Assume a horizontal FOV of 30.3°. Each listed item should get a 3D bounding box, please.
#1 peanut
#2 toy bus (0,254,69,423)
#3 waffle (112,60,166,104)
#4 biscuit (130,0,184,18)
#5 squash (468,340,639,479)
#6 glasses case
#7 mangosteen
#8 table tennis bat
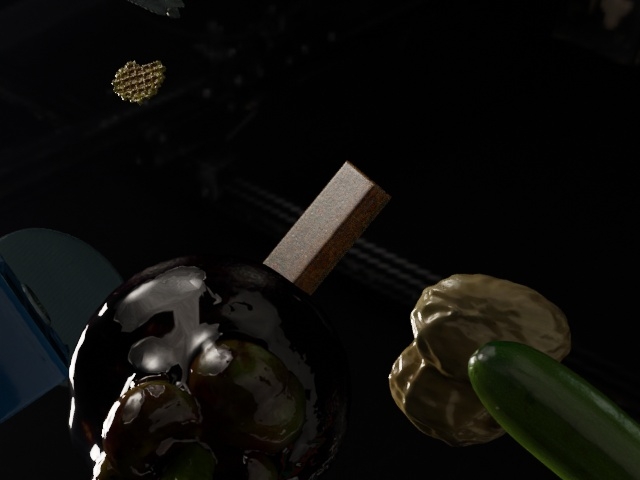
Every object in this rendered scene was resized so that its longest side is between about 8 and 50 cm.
[{"bbox_3d":[0.189,0.149,1.435,0.196,0.233,0.110,15,-145,-8],"label":"peanut"},{"bbox_3d":[-0.238,0.026,0.728,0.090,0.185,0.106,-34,-166,-7],"label":"toy bus"},{"bbox_3d":[-0.284,-0.250,1.846,0.085,0.016,0.078,15,-109,25],"label":"waffle"},{"bbox_3d":[-0.146,-0.350,0.992,0.079,0.309,0.186,2,-177,10],"label":"biscuit"},{"bbox_3d":[0.250,0.189,1.047,0.292,0.082,0.082,39,-135,1],"label":"squash"},{"bbox_3d":[0.000,0.000,1.630,0.218,0.049,0.075,-51,-132,4],"label":"glasses case"},{"bbox_3d":[-0.104,0.158,1.070,0.287,0.233,0.288,-15,-132,17],"label":"mangosteen"},{"bbox_3d":[-0.319,0.120,1.588,0.329,0.044,0.215,45,-135,-7],"label":"table tennis bat"}]
